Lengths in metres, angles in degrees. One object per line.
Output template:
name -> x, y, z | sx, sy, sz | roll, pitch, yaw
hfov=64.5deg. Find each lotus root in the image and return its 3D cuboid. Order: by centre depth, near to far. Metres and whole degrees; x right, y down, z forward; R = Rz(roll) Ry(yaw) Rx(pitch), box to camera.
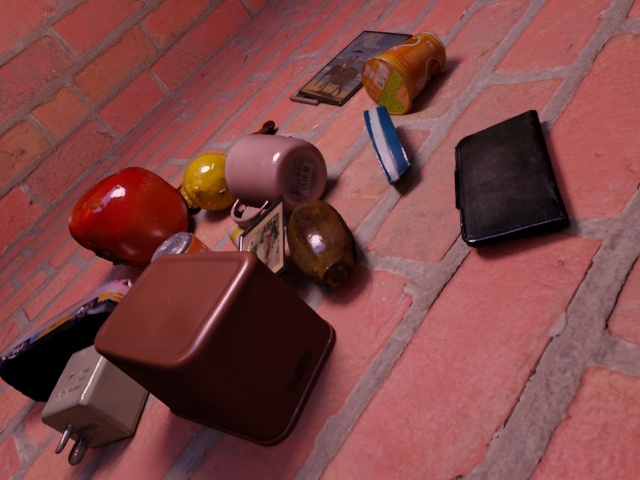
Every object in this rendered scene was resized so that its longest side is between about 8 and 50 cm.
lotus root -> 0.000, 0.000, 1.014 | 0.124, 0.123, 0.241 | -43, 28, 11

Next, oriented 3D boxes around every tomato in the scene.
tomato -> -0.559, -0.065, 1.508 | 0.325, 0.293, 0.290 | -8, 54, 52

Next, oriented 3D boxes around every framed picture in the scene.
framed picture -> -0.128, 0.025, 1.084 | 0.199, 0.010, 0.195 | -39, 42, 40
framed picture -> 0.111, -0.583, 1.693 | 0.347, 0.016, 0.265 | -44, 40, -9
framed picture -> 0.039, -0.581, 1.789 | 0.289, 0.020, 0.211 | -44, 33, -8

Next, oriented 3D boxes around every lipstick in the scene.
lipstick -> -0.154, 0.028, 1.190 | 0.059, 0.059, 0.264 | -42, 32, -4

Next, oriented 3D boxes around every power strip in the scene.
power strip -> -0.458, 0.335, 1.035 | 0.140, 0.139, 0.224 | -23, 35, 22

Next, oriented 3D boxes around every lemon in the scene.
lemon -> -0.316, -0.175, 1.499 | 0.173, 0.173, 0.206 | -36, 17, 4

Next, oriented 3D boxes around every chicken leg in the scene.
chicken leg -> -0.182, -0.298, 1.614 | 0.177, 0.083, 0.322 | -32, 34, -6

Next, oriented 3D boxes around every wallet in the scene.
wallet -> 0.323, -0.111, 0.901 | 0.172, 0.045, 0.318 | -18, 37, 25

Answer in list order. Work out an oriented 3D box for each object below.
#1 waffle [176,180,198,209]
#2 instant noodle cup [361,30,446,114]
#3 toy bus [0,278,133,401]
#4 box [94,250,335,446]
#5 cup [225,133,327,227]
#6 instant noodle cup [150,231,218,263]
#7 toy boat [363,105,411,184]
waffle -> -0.408, -0.187, 1.714 | 0.291, 0.051, 0.291 | -25, 33, 17
instant noodle cup -> 0.229, -0.446, 1.322 | 0.185, 0.168, 0.168 | -42, 32, -19
toy bus -> -0.597, 0.234, 1.275 | 0.386, 0.171, 0.162 | -30, 30, 13
box -> -0.193, 0.172, 0.893 | 0.339, 0.229, 0.239 | -4, 47, 43
cup -> -0.120, -0.140, 1.251 | 0.200, 0.191, 0.253 | 16, 68, 49
instant noodle cup -> -0.340, 0.060, 1.272 | 0.208, 0.125, 0.177 | 14, 59, 52
toy boat -> 0.154, -0.219, 1.161 | 0.061, 0.096, 0.299 | -21, 38, 11
